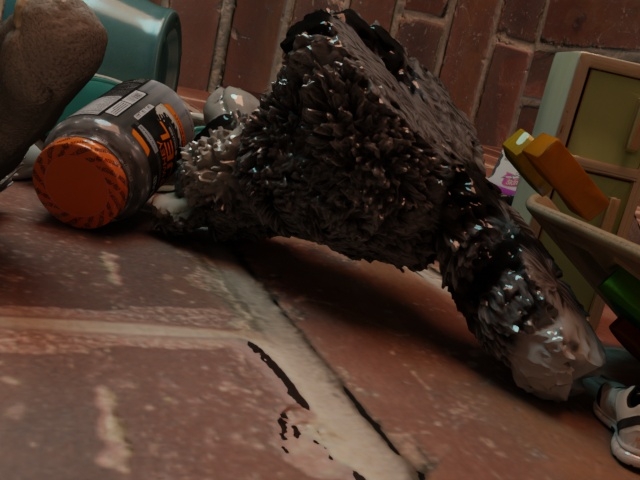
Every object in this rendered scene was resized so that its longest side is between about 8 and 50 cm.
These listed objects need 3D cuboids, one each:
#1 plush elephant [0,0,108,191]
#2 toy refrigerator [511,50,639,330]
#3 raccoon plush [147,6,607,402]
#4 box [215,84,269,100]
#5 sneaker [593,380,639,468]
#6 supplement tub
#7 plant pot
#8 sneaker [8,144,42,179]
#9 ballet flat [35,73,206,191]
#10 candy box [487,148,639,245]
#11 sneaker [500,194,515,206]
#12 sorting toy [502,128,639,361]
[{"bbox_3d":[-0.345,-0.139,0.539,0.255,0.272,0.330,50,-13,-13],"label":"plush elephant"},{"bbox_3d":[0.266,-0.050,0.746,0.102,0.269,0.094,13,13,-1],"label":"toy refrigerator"},{"bbox_3d":[0.000,0.000,0.662,0.216,0.299,0.446,20,38,-42],"label":"raccoon plush"},{"bbox_3d":[0.004,-0.169,1.286,0.381,0.143,0.191,8,14,-24],"label":"box"},{"bbox_3d":[0.221,0.119,0.503,0.040,0.044,0.109,12,12,7],"label":"sneaker"},{"bbox_3d":[-0.217,-0.094,0.768,0.117,0.117,0.190,13,30,4],"label":"supplement tub"},{"bbox_3d":[-0.345,-0.265,1.051,0.255,0.272,0.271,10,14,-2],"label":"plant pot"},{"bbox_3d":[-0.380,-0.122,0.834,0.080,0.094,0.212,14,13,11],"label":"sneaker"},{"bbox_3d":[-0.226,-0.127,0.975,0.400,0.139,0.139,6,15,-43],"label":"ballet flat"},{"bbox_3d":[0.340,-0.031,0.984,0.159,0.071,0.233,23,-8,38],"label":"candy box"},{"bbox_3d":[0.210,-0.017,0.931,0.286,0.109,0.130,20,9,21],"label":"sneaker"},{"bbox_3d":[0.234,0.033,0.575,0.307,0.041,0.229,46,8,-15],"label":"sorting toy"}]
